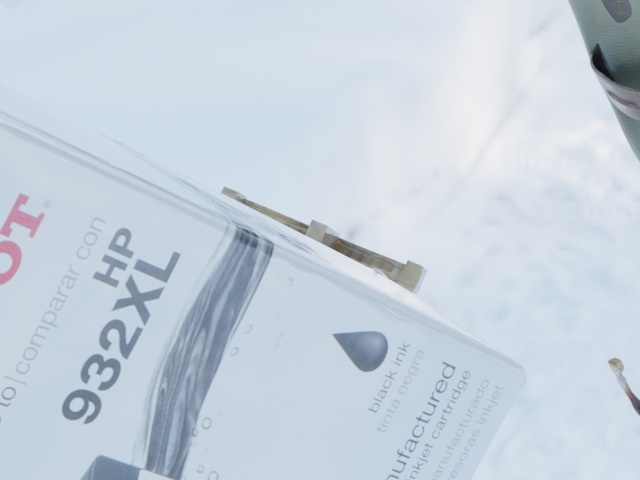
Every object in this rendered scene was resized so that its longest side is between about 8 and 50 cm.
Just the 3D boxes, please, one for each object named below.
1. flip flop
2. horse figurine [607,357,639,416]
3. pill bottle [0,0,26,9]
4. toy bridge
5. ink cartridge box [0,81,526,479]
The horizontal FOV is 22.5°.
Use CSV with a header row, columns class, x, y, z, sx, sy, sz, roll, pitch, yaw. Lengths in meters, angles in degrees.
class,x,y,z,sx,sy,sz,roll,pitch,yaw
flip flop,0.286,-0.156,1.407,0.112,0.277,0.080,-28,-6,30
horse figurine,0.370,0.163,1.426,0.066,0.174,0.263,-30,7,-38
pill bottle,-0.314,-0.308,1.282,0.264,0.146,0.146,45,35,0
toy bridge,0.000,0.000,1.343,0.188,0.026,0.063,22,-2,13
ink cartridge box,-0.093,0.081,0.667,0.307,0.223,0.129,27,4,-41
